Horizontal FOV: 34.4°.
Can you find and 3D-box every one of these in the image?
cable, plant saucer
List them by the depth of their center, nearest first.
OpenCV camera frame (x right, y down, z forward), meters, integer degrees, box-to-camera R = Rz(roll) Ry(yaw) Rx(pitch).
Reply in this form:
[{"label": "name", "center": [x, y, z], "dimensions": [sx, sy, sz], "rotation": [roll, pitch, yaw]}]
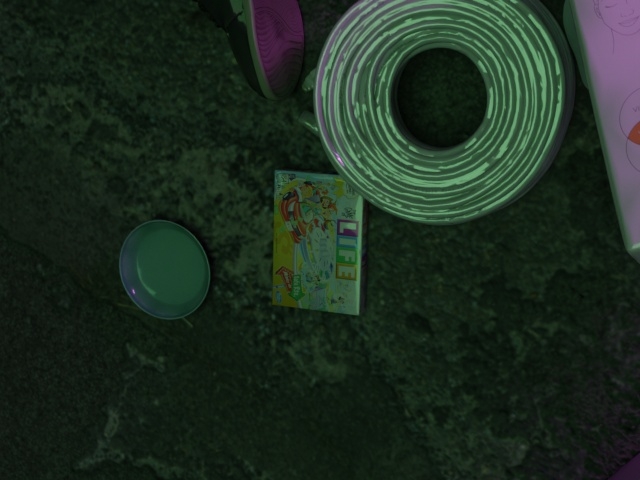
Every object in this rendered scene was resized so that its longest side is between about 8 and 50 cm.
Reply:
[{"label": "cable", "center": [0.119, -0.145, 1.027], "dimensions": [0.257, 0.089, 0.257], "rotation": [42, 108, 7]}, {"label": "plant saucer", "center": [-0.179, 0.033, 1.216], "dimensions": [0.119, 0.021, 0.119], "rotation": [4, 102, 19]}]

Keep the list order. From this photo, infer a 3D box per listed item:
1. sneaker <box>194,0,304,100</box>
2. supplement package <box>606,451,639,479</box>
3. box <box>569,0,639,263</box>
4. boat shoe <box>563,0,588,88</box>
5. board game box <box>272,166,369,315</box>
[{"label": "sneaker", "center": [-0.096, -0.255, 1.106], "dimensions": [0.118, 0.083, 0.222], "rotation": [-2, 108, 40]}, {"label": "supplement package", "center": [0.331, 0.344, 0.998], "dimensions": [0.198, 0.199, 0.263], "rotation": [45, 112, 7]}, {"label": "box", "center": [0.332, -0.162, 0.837], "dimensions": [0.215, 0.168, 0.345], "rotation": [-15, 72, 25]}, {"label": "boat shoe", "center": [0.264, -0.195, 0.999], "dimensions": [0.035, 0.035, 0.100], "rotation": [-8, 104, 51]}, {"label": "board game box", "center": [0.000, 0.000, 1.140], "dimensions": [0.103, 0.026, 0.154], "rotation": [5, 103, 19]}]
